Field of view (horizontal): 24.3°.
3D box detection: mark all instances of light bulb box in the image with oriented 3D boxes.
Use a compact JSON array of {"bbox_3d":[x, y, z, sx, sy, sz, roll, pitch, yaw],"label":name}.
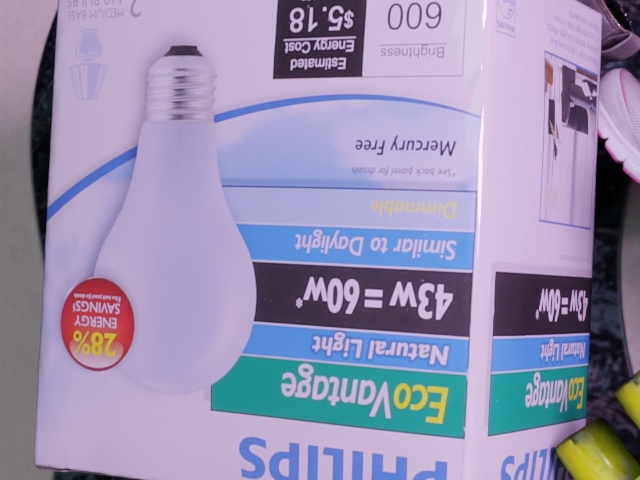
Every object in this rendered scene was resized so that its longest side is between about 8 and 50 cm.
[{"bbox_3d":[0.000,0.000,1.084,0.358,0.225,0.361,1,88,30],"label":"light bulb box"}]

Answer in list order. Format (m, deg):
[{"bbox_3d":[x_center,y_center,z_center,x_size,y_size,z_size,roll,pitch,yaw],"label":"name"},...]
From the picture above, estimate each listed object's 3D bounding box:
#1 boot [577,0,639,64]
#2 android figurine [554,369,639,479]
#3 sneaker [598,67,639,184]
[{"bbox_3d":[0.130,-0.174,1.213,0.229,0.091,0.263,-47,50,23],"label":"boot"},{"bbox_3d":[0.260,0.215,0.939,0.056,0.248,0.273,-20,68,-34],"label":"android figurine"},{"bbox_3d":[0.308,-0.062,1.092,0.252,0.103,0.111,42,107,28],"label":"sneaker"}]
